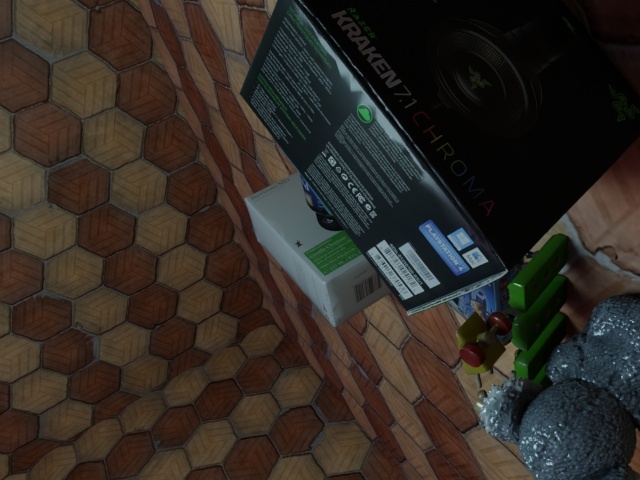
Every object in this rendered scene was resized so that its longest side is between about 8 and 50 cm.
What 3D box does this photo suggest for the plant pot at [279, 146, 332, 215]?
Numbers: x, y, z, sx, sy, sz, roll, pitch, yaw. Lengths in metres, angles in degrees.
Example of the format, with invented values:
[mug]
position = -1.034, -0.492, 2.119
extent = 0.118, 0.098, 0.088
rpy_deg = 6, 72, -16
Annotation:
[plant pot]
position = 0.061, -0.190, 0.752
extent = 0.165, 0.166, 0.234
rpy_deg = 54, 154, 20

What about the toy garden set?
[toy garden set]
position = 0.246, 0.140, 0.650
extent = 0.049, 0.204, 0.244
rpy_deg = 21, 139, 44

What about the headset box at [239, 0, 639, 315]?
[headset box]
position = 0.123, -0.122, 0.448
extent = 0.246, 0.283, 0.131
rpy_deg = 54, 149, 3

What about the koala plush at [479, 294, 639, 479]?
[koala plush]
position = 0.300, 0.184, 0.547
extent = 0.196, 0.221, 0.203
rpy_deg = 46, 158, 40

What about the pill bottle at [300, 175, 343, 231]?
[pill bottle]
position = 0.022, -0.127, 1.007
extent = 0.123, 0.123, 0.219
rpy_deg = 45, 157, 41

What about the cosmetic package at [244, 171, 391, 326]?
[cosmetic package]
position = 0.000, 0.000, 1.156
extent = 0.365, 0.197, 0.155
rpy_deg = 43, 156, 41

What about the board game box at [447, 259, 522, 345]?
[board game box]
position = 0.235, 0.038, 0.776
extent = 0.194, 0.060, 0.194
rpy_deg = 47, 157, 38
